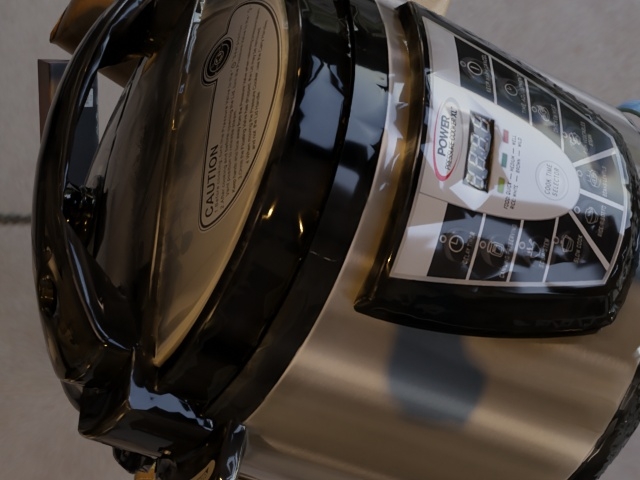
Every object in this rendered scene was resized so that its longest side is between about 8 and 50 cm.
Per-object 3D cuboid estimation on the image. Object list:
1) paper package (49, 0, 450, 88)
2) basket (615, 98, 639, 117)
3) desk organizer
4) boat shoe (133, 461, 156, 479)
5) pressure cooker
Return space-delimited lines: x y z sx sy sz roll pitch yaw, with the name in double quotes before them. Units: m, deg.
"paper package" -0.054 -0.247 1.404 0.325 0.168 0.309 32 51 -12
"basket" 0.349 0.032 1.339 0.289 0.254 0.201 39 45 19
"desk organizer" -0.239 -0.107 1.332 0.047 0.050 0.130 -5 105 -25
"boat shoe" -0.100 0.227 1.210 0.135 0.050 0.045 14 59 7
"pressure cooker" -0.003 0.004 1.003 0.420 0.370 0.375 22 105 -26
